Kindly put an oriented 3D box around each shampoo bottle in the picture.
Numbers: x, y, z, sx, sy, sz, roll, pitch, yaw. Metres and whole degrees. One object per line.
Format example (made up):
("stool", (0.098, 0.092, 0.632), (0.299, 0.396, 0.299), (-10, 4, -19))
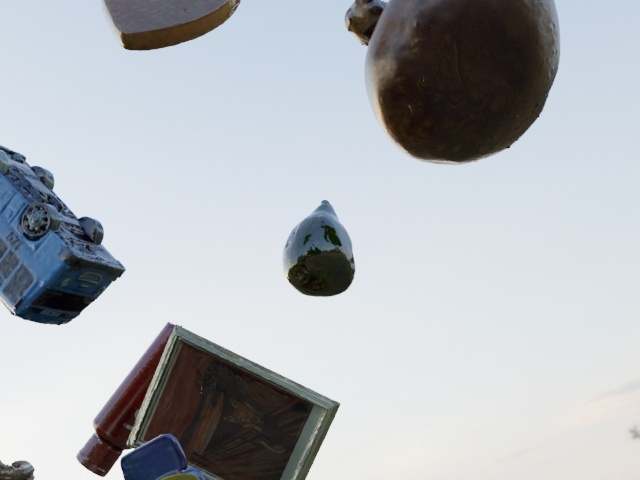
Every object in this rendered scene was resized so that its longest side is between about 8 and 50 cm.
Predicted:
("shampoo bottle", (-0.343, 0.303, 1.823), (0.314, 0.076, 0.118), (-53, -33, -6))

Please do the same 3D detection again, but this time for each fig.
("fig", (0.000, 0.000, 1.505), (0.117, 0.178, 0.117), (5, -28, 3))

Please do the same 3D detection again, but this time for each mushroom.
("mushroom", (0.223, -0.280, 1.471), (0.345, 0.239, 0.345), (-3, -52, -3))

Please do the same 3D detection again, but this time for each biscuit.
("biscuit", (-0.155, -0.269, 1.024), (0.141, 0.221, 0.029), (10, -43, 5))

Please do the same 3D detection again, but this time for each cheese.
("cheese", (-0.140, 0.339, 1.072), (0.156, 0.250, 0.064), (-27, -4, 6))

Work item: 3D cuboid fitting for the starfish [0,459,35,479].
("starfish", (-0.505, 0.231, 1.249), (0.303, 0.312, 0.113), (-3, 0, 36))

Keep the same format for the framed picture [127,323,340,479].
("framed picture", (-0.134, 0.275, 1.418), (0.016, 0.273, 0.216), (-48, -19, -75))

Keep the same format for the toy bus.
("toy bus", (-0.281, -0.006, 0.903), (0.106, 0.184, 0.090), (-49, -24, 5))
